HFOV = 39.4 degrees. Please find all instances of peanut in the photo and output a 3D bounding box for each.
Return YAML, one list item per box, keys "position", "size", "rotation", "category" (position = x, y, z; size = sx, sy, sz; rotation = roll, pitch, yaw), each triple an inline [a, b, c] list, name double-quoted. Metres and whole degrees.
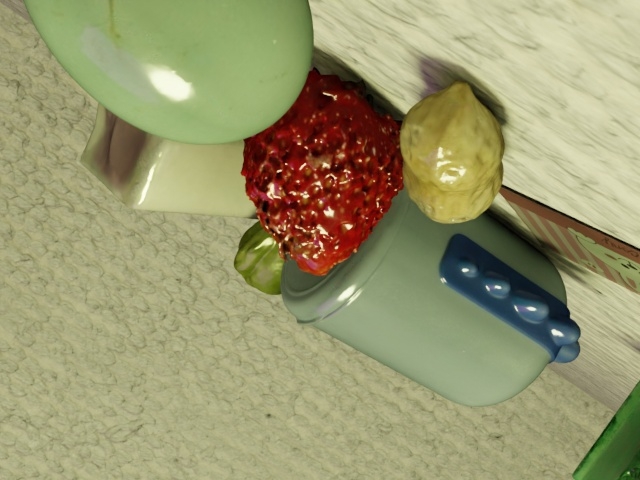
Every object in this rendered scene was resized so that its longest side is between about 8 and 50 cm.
- position: [0.112, -0.069, 0.748]
  size: [0.099, 0.099, 0.214]
  rotation: [33, 172, 11]
  category: "peanut"

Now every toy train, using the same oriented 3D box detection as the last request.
- position: [0.479, 0.296, 1.203]
  size: [0.145, 0.266, 0.202]
  rotation: [34, -174, -6]
  category: "toy train"

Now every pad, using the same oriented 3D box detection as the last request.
- position: [0.326, 0.034, 0.925]
  size: [0.300, 0.005, 0.202]
  rotation: [31, 177, 36]
  category: "pad"

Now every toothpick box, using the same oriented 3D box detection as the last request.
- position: [0.158, 0.066, 1.117]
  size: [0.355, 0.263, 0.263]
  rotation: [32, 178, -22]
  category: "toothpick box"

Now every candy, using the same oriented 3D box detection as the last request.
- position: [-0.184, -0.133, 1.445]
  size: [0.359, 0.145, 0.208]
  rotation: [4, -157, -47]
  category: "candy"

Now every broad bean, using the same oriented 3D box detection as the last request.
- position: [0.000, 0.000, 1.469]
  size: [0.238, 0.291, 0.119]
  rotation: [70, 177, -58]
  category: "broad bean"

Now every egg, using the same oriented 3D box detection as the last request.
- position: [-0.102, -0.162, 0.615]
  size: [0.231, 0.168, 0.168]
  rotation: [39, 175, -41]
  category: "egg"

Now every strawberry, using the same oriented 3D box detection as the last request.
- position: [0.004, -0.066, 0.916]
  size: [0.184, 0.201, 0.187]
  rotation: [8, 166, -12]
  category: "strawberry"
